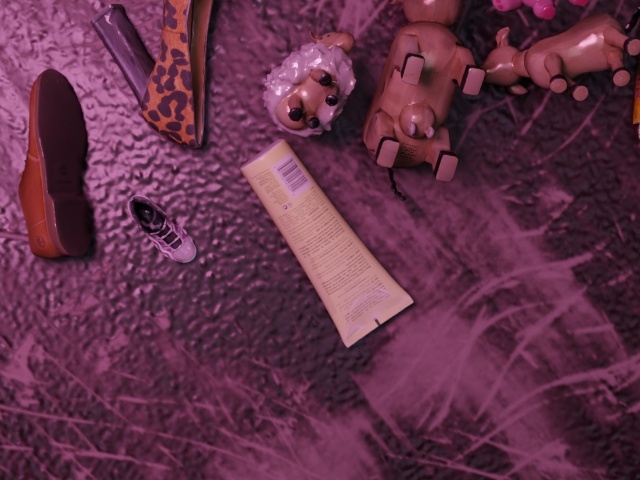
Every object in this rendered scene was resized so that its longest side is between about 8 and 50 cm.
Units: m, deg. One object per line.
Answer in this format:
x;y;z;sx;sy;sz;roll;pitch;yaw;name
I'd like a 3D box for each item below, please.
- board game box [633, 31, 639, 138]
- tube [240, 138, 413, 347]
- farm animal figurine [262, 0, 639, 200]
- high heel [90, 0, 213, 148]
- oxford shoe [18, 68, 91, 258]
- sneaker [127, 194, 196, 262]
0.432;-0.236;1.595;0.124;0.039;0.259;5;87;-4;board game box
0.000;0.000;1.556;0.070;0.062;0.240;-29;100;40;tube
0.144;-0.205;1.503;0.330;0.172;0.327;28;108;-19;farm animal figurine
-0.111;-0.229;1.492;0.261;0.093;0.186;-34;88;28;high heel
-0.305;-0.084;1.525;0.076;0.076;0.212;-10;79;35;oxford shoe
-0.178;-0.011;1.531;0.098;0.069;0.038;41;88;-4;sneaker
